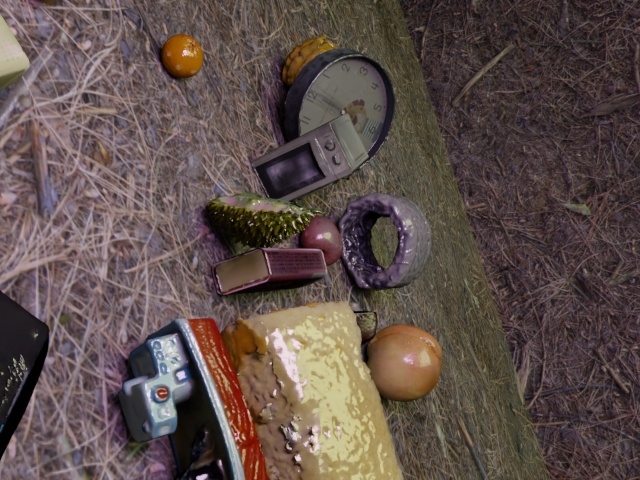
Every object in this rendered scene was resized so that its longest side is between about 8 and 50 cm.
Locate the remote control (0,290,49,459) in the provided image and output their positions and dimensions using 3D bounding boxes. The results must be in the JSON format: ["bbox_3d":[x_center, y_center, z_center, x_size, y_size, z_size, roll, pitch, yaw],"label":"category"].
[{"bbox_3d":[-0.359,0.205,0.613,0.144,0.062,0.399,49,30,-34],"label":"remote control"}]

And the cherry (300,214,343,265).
[{"bbox_3d":[0.001,-0.004,1.505,0.106,0.086,0.126,38,41,-55],"label":"cherry"}]

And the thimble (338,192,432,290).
[{"bbox_3d":[0.158,0.003,1.685,0.157,0.217,0.246,1,85,-60],"label":"thimble"}]

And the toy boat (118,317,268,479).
[{"bbox_3d":[-0.167,0.273,0.876,0.133,0.145,0.332,-12,78,-42],"label":"toy boat"}]

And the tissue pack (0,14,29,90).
[{"bbox_3d":[-0.447,-0.206,0.695,0.159,0.125,0.234,61,26,-15],"label":"tissue pack"}]

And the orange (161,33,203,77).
[{"bbox_3d":[-0.260,-0.349,1.273,0.083,0.070,0.083,40,37,-39],"label":"orange"}]

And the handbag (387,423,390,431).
[{"bbox_3d":[0.072,0.413,1.269,0.182,0.117,0.271,25,51,-63],"label":"handbag"}]

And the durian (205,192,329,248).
[{"bbox_3d":[-0.109,-0.029,1.189,0.137,0.220,0.096,-23,112,-53],"label":"durian"}]

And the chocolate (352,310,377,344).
[{"bbox_3d":[0.068,0.194,1.458,0.148,0.125,0.080,11,77,-67],"label":"chocolate"}]

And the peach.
[{"bbox_3d":[0.197,0.285,1.566,0.184,0.184,0.184,46,32,-40],"label":"peach"}]

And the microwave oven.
[{"bbox_3d":[-0.017,-0.170,1.463,0.129,0.205,0.163,64,25,-8],"label":"microwave oven"}]

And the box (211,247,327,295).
[{"bbox_3d":[-0.088,0.055,1.235,0.224,0.120,0.069,5,69,-65],"label":"box"}]

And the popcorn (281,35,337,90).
[{"bbox_3d":[0.014,-0.408,1.752,0.250,0.190,0.250,26,46,-30],"label":"popcorn"}]

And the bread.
[{"bbox_3d":[-0.018,0.292,1.092,0.236,0.165,0.376,-6,75,-37],"label":"bread"}]

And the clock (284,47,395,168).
[{"bbox_3d":[0.055,-0.312,1.653,0.061,0.313,0.312,32,-9,47],"label":"clock"}]
